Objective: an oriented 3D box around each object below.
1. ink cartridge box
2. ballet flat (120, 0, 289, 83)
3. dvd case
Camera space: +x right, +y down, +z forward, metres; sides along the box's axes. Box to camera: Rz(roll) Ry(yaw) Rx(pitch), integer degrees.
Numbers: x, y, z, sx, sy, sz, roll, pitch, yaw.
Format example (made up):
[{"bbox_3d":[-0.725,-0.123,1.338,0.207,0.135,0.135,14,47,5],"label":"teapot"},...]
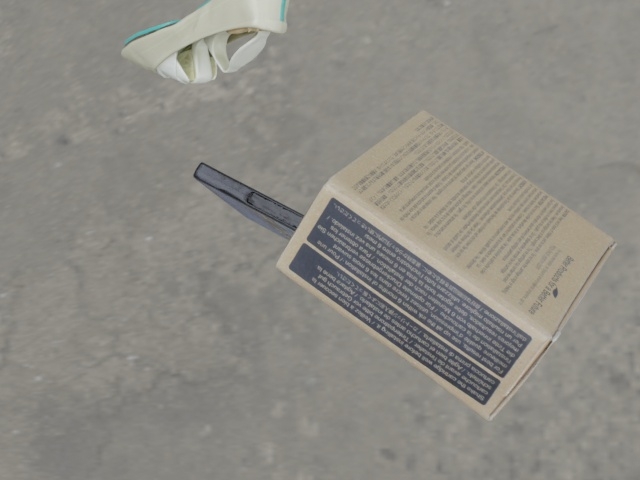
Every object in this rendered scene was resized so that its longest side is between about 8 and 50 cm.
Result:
[{"bbox_3d":[0.100,0.010,1.237,0.193,0.088,0.235,36,25,7],"label":"ink cartridge box"},{"bbox_3d":[-0.118,-0.203,1.701,0.086,0.248,0.086,14,67,-37],"label":"ballet flat"},{"bbox_3d":[0.000,0.000,1.739,0.253,0.180,0.022,28,86,21],"label":"dvd case"}]
